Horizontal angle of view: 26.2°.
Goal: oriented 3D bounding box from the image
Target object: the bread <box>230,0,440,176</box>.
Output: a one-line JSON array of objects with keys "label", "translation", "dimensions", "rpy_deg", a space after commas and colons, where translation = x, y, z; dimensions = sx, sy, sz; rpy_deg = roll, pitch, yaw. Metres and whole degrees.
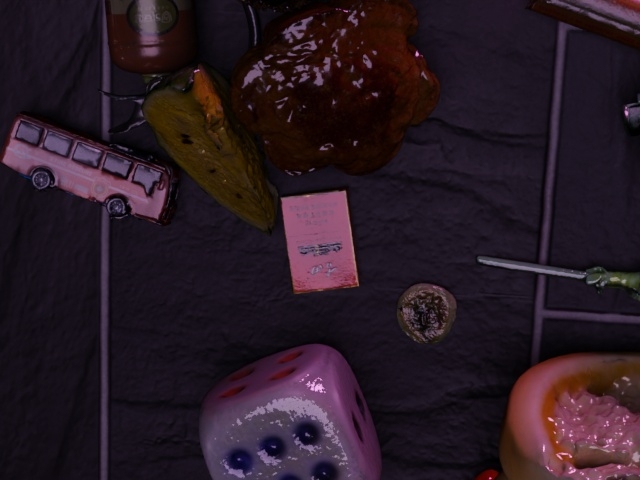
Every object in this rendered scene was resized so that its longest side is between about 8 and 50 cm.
[{"label": "bread", "translation": [0.013, -0.184, 1.669], "dimensions": [0.246, 0.135, 0.232], "rpy_deg": [-24, 119, -3]}]

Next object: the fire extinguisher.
[{"label": "fire extinguisher", "translation": [-0.182, -0.322, 1.690], "dimensions": [0.200, 0.113, 0.376], "rpy_deg": [0, 103, 5]}]

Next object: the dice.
[{"label": "dice", "translation": [-0.038, 0.255, 1.772], "dimensions": [0.193, 0.192, 0.194], "rpy_deg": [-19, 99, 9]}]

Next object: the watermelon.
[{"label": "watermelon", "translation": [-0.132, -0.121, 1.697], "dimensions": [0.123, 0.129, 0.301], "rpy_deg": [-32, 139, -1]}]

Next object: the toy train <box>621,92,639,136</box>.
[{"label": "toy train", "translation": [0.467, -0.139, 1.637], "dimensions": [0.198, 0.107, 0.154], "rpy_deg": [-10, 142, 24]}]

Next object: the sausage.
[{"label": "sausage", "translation": [0.437, -0.252, 1.665], "dimensions": [0.371, 0.082, 0.082], "rpy_deg": [21, 104, -1]}]

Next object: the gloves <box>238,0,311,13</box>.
[{"label": "gloves", "translation": [-0.057, -0.420, 1.601], "dimensions": [0.210, 0.135, 0.312], "rpy_deg": [-11, 78, -9]}]

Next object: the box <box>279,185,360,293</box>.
[{"label": "box", "translation": [0.000, 0.000, 1.795], "dimensions": [0.090, 0.023, 0.133], "rpy_deg": [-5, 102, 9]}]

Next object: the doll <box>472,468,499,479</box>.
[{"label": "doll", "translation": [0.293, 0.466, 1.840], "dimensions": [0.200, 0.105, 0.336], "rpy_deg": [-41, 88, 12]}]

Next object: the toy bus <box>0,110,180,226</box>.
[{"label": "toy bus", "translation": [-0.296, -0.090, 1.781], "dimensions": [0.235, 0.073, 0.096], "rpy_deg": [19, 98, 2]}]

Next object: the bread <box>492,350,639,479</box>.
[{"label": "bread", "translation": [0.423, 0.291, 1.661], "dimensions": [0.424, 0.329, 0.245], "rpy_deg": [8, 104, 2]}]

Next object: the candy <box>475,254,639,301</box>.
[{"label": "candy", "translation": [0.348, 0.044, 1.746], "dimensions": [0.305, 0.091, 0.083], "rpy_deg": [8, 76, 12]}]

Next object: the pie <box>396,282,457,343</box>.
[{"label": "pie", "translation": [0.139, 0.097, 1.803], "dimensions": [0.084, 0.021, 0.084], "rpy_deg": [1, 103, 5]}]
